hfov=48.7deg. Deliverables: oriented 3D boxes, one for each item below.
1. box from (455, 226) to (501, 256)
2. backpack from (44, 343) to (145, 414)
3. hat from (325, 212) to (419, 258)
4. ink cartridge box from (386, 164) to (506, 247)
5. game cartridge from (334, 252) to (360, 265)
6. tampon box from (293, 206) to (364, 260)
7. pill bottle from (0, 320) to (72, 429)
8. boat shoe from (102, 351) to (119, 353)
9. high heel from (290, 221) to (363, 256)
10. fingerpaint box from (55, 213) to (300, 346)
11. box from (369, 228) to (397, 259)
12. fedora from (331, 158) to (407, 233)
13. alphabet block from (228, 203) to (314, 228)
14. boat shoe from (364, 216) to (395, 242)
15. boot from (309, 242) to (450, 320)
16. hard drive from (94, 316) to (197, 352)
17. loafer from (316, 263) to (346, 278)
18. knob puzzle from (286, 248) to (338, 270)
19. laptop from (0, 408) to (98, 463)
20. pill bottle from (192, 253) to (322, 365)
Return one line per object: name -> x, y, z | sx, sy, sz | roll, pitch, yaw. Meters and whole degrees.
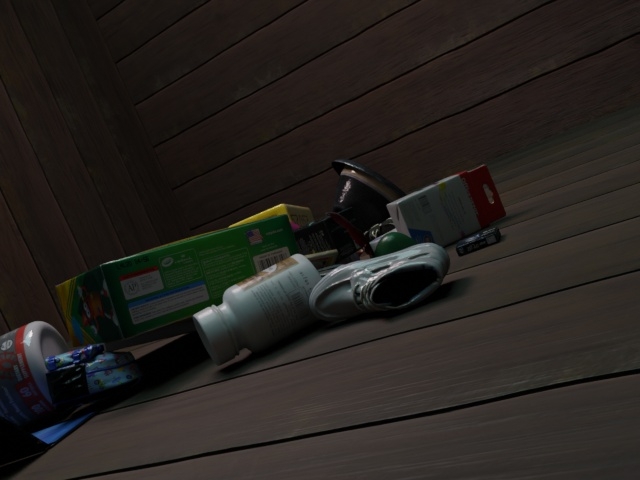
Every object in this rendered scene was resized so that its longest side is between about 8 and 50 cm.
box -> 0.309, 0.002, 1.382 | 0.083, 0.018, 0.067 | -22, 5, 22
backpack -> -0.453, 0.270, 1.440 | 0.173, 0.117, 0.158 | -16, -6, -7
hat -> 0.128, -0.007, 1.349 | 0.173, 0.184, 0.208 | -23, 5, 5
ink cartridge box -> 0.283, -0.067, 1.585 | 0.231, 0.134, 0.078 | -24, 4, -13
game cartridge -> -0.084, 0.121, 1.751 | 0.355, 0.068, 0.230 | -22, 1, 19
tampon box -> 0.005, 0.002, 1.685 | 0.161, 0.101, 0.120 | -20, 5, 43
pill bottle -> -0.729, 0.337, 1.529 | 0.362, 0.210, 0.210 | -24, 5, -2
boat shoe -> -0.549, 0.307, 1.799 | 0.083, 0.076, 0.226 | -23, 4, -2
high heel -> 0.000, 0.000, 1.824 | 0.117, 0.244, 0.082 | -31, 36, 23
fingerpaint box -> -0.322, 0.090, 1.605 | 0.444, 0.163, 0.371 | -17, 0, -34
box -> 0.249, -0.026, 1.729 | 0.324, 0.063, 0.067 | -27, 4, -34
fedora -> 0.136, -0.094, 2.087 | 0.152, 0.334, 0.334 | -57, 10, -7
alphabet block -> -0.114, 0.021, 1.979 | 0.192, 0.193, 0.197 | -23, -8, 17
boat shoe -> 0.172, -0.011, 1.916 | 0.070, 0.078, 0.219 | -25, -3, -23
boot -> 0.085, 0.077, 1.164 | 0.258, 0.095, 0.123 | -25, 4, 17
hard drive -> -0.419, 0.226, 1.822 | 0.307, 0.040, 0.203 | -12, 3, -28
loafer -> -0.047, 0.117, 1.412 | 0.267, 0.096, 0.084 | -21, 12, 0
knob puzzle -> -0.064, 0.097, 1.496 | 0.213, 0.030, 0.213 | -19, -30, -12
laptop -> -0.590, 0.335, 1.290 | 0.234, 0.264, 0.137 | -22, 41, 20
pill bottle -> -0.107, 0.129, 1.288 | 0.229, 0.131, 0.131 | -27, 5, -18
